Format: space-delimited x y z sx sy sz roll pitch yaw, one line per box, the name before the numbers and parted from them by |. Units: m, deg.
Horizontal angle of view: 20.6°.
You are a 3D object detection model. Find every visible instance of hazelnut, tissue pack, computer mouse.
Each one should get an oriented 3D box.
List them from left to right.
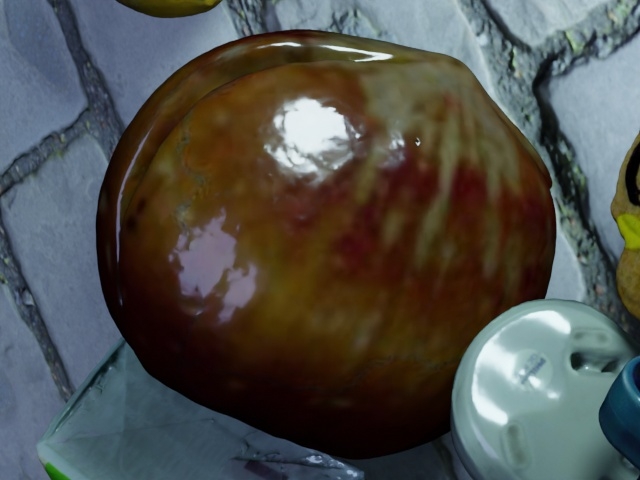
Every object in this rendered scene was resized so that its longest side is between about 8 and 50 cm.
tissue pack | -0.084 0.330 1.850 0.332 0.205 0.405 28 156 30
hazelnut | 0.000 0.000 1.658 0.402 0.429 0.402 -54 23 35
computer mouse | 0.253 0.196 1.553 0.331 0.197 0.095 44 165 -10

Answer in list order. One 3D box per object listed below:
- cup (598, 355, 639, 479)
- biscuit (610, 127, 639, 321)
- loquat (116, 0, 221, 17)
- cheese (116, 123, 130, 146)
cup | 0.400 0.215 1.434 0.308 0.292 0.242 11 112 40
biscuit | 0.338 -0.057 1.476 0.208 0.041 0.290 15 83 48
loquat | -0.165 -0.334 1.837 0.234 0.176 0.187 45 129 35
cheese | -0.120 -0.060 1.931 0.218 0.117 0.235 -33 85 41
